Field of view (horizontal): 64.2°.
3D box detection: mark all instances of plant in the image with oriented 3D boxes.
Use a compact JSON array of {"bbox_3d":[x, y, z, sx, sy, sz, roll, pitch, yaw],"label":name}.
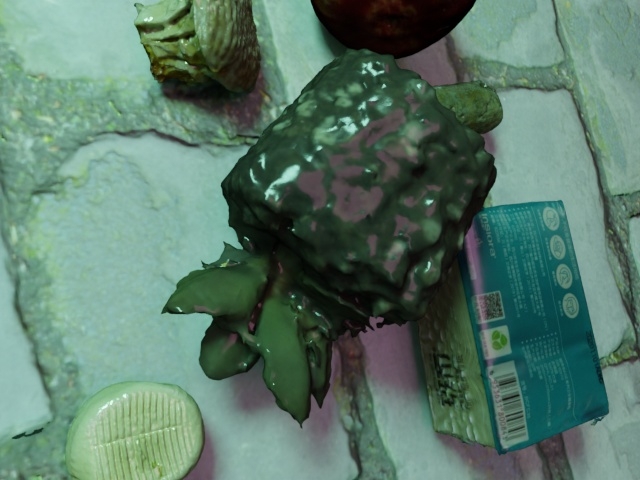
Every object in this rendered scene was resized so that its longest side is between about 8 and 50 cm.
[{"bbox_3d":[0.000,0.000,0.487,0.215,0.213,0.312,37,89,-11],"label":"plant"}]

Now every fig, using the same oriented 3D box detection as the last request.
[{"bbox_3d":[0.094,-0.348,0.620,0.186,0.204,0.249,55,38,-50],"label":"fig"}]

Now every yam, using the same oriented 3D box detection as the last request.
[{"bbox_3d":[0.159,-0.168,0.676,0.179,0.078,0.078,-13,87,-28],"label":"yam"}]

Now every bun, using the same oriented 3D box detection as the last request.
[{"bbox_3d":[-0.163,0.177,0.453,0.115,0.069,0.115,5,79,-28],"label":"bun"}]

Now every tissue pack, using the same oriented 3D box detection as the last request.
[{"bbox_3d":[0.216,0.090,0.624,0.193,0.134,0.270,-5,83,-28],"label":"tissue pack"}]

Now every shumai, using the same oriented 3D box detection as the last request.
[{"bbox_3d":[-0.130,-0.219,0.528,0.116,0.145,0.145,0,79,11],"label":"shumai"}]
